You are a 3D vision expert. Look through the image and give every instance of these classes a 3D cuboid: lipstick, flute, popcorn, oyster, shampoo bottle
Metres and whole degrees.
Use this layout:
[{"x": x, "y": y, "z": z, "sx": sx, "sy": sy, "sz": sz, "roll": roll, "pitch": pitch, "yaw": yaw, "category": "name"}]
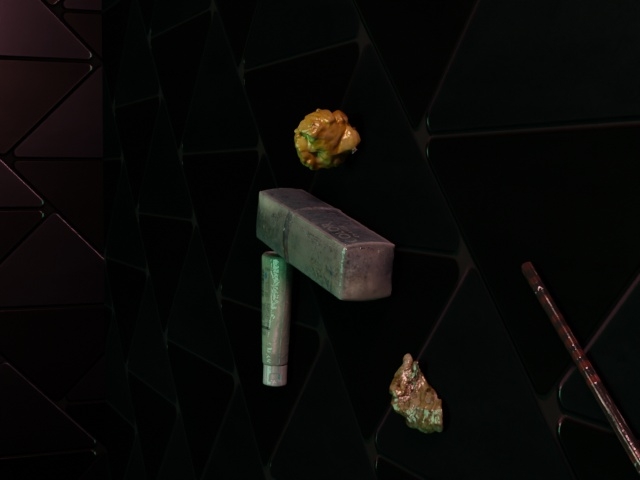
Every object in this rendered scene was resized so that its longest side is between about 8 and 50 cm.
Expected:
[{"x": 0.000, "y": 0.000, "z": 1.360, "sx": 0.290, "sy": 0.078, "sz": 0.076, "roll": -148, "pitch": 60, "yaw": -63, "category": "lipstick"}, {"x": 0.224, "y": 0.114, "z": 0.904, "sx": 0.269, "sy": 0.014, "sz": 0.014, "roll": -113, "pitch": 31, "yaw": -41, "category": "flute"}, {"x": 0.007, "y": -0.133, "z": 1.351, "sx": 0.084, "sy": 0.084, "sz": 0.084, "roll": 179, "pitch": 90, "yaw": -68, "category": "popcorn"}, {"x": 0.101, "y": 0.165, "z": 1.174, "sx": 0.083, "sy": 0.038, "sz": 0.080, "roll": -176, "pitch": 87, "yaw": -69, "category": "oyster"}, {"x": -0.063, "y": 0.113, "z": 1.568, "sx": 0.069, "sy": 0.041, "sz": 0.190, "roll": 15, "pitch": 105, "yaw": 61, "category": "shampoo bottle"}]
